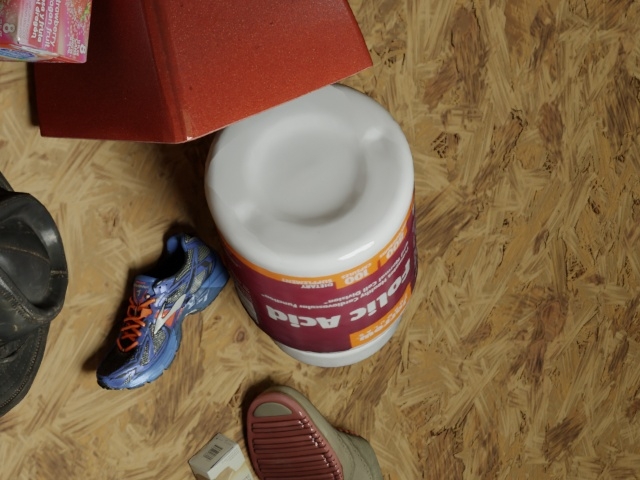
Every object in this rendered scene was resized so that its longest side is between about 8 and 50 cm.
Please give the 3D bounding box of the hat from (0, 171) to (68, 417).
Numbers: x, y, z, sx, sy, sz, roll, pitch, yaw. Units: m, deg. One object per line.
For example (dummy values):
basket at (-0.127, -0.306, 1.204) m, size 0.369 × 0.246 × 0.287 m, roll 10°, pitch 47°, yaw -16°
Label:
hat at (-0.339, 0.026, 1.527) m, size 0.331 × 0.134 × 0.331 m, roll 26°, pitch 58°, yaw -51°

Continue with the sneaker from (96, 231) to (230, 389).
sneaker at (-0.199, 0.081, 1.833) m, size 0.221 × 0.083 × 0.087 m, roll -57°, pitch 131°, yaw -24°

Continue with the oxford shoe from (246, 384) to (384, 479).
oxford shoe at (0.002, 0.297, 2.123) m, size 0.348 × 0.123 × 0.130 m, roll 64°, pitch 34°, yaw -39°

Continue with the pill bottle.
pill bottle at (0.000, 0.000, 1.795) m, size 0.224 × 0.224 × 0.392 m, roll -53°, pitch 163°, yaw -15°

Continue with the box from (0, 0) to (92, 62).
box at (-0.290, -0.300, 1.468) m, size 0.123 × 0.128 × 0.256 m, roll 9°, pitch 86°, yaw -66°

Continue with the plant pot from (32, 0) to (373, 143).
plant pot at (-0.147, -0.255, 1.616) m, size 0.267 × 0.267 × 0.235 m, roll -26°, pitch 112°, yaw -36°

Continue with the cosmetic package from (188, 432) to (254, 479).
cosmetic package at (-0.122, 0.313, 2.029) m, size 0.060 × 0.041 × 0.115 m, roll -43°, pitch 132°, yaw -26°
